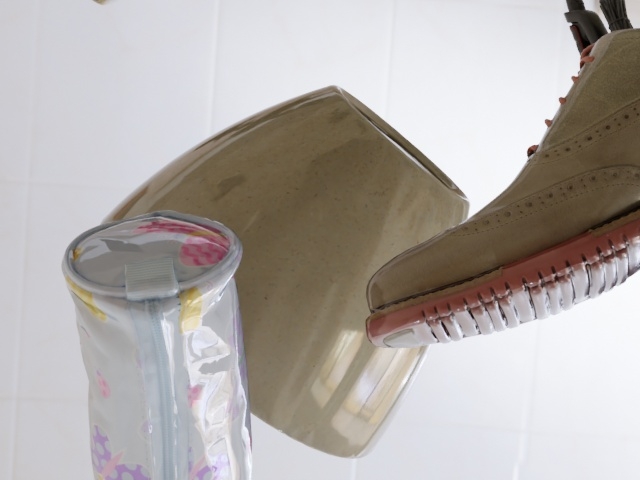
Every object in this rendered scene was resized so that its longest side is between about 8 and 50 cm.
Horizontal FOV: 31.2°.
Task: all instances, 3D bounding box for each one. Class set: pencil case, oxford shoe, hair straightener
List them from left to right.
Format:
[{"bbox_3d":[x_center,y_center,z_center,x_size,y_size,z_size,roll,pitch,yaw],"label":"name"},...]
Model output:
[{"bbox_3d":[-0.101,0.119,0.755,0.113,0.273,0.124,3,-155,8],"label":"pencil case"},{"bbox_3d":[0.171,-0.047,0.685,0.348,0.130,0.123,-26,165,1],"label":"oxford shoe"},{"bbox_3d":[0.263,-0.154,0.976,0.047,0.231,0.089,5,151,-25],"label":"hair straightener"}]

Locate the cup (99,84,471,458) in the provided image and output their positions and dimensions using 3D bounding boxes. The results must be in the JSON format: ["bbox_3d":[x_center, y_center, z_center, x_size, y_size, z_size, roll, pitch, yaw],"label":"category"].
[{"bbox_3d":[0.000,0.000,1.057,0.331,0.237,0.331,40,-169,-9],"label":"cup"}]

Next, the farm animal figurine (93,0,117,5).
[{"bbox_3d":[-0.211,-0.427,1.372,0.326,0.330,0.172,20,-145,33],"label":"farm animal figurine"}]
